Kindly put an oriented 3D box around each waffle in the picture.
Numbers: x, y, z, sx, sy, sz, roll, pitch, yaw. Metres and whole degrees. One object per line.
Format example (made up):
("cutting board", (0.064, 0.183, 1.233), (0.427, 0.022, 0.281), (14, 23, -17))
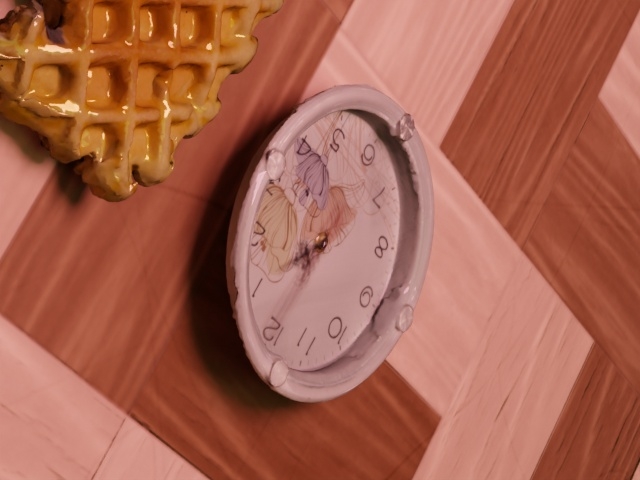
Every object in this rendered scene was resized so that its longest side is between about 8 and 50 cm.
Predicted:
("waffle", (-0.123, -0.171, 1.155), (0.250, 0.056, 0.261), (-57, 134, -23))

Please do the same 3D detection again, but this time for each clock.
("clock", (0.000, 0.000, 1.345), (0.236, 0.053, 0.236), (-20, 116, -47))
